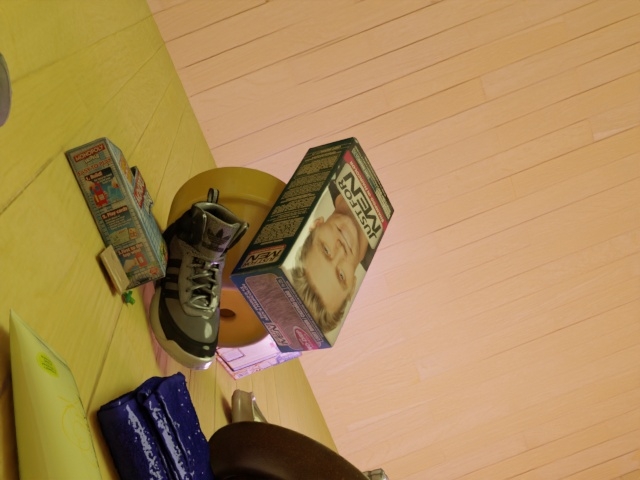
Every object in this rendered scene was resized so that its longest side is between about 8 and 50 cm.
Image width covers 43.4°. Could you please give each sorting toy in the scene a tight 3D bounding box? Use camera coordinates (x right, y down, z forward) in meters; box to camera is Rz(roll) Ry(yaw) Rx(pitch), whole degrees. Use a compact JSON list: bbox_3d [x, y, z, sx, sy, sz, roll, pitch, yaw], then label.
[{"bbox_3d":[-0.259,0.050,1.026,0.062,0.012,0.083,-110,178,-77],"label":"sorting toy"}]

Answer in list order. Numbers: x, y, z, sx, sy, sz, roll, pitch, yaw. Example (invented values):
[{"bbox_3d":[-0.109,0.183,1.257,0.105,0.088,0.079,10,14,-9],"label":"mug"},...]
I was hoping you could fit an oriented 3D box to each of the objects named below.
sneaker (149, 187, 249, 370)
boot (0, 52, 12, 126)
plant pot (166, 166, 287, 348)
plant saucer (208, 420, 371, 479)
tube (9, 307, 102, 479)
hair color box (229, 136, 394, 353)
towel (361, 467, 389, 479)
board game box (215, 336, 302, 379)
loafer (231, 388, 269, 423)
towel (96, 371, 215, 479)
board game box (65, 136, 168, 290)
[{"bbox_3d":[-0.171,0.043,1.149,0.101,0.153,0.268,18,39,-30],"label":"sneaker"},{"bbox_3d":[-0.316,-0.174,0.640,0.208,0.076,0.189,-80,164,-76],"label":"boot"},{"bbox_3d":[-0.150,0.043,1.380,0.239,0.254,0.254,-87,162,-46],"label":"plant pot"},{"bbox_3d":[-0.028,0.356,0.992,0.050,0.311,0.310,-48,125,-45],"label":"plant saucer"},{"bbox_3d":[-0.197,0.161,0.603,0.070,0.062,0.240,-61,-141,33],"label":"tube"},{"bbox_3d":[0.000,0.000,1.321,0.173,0.105,0.347,59,39,-28],"label":"hair color box"},{"bbox_3d":[0.029,0.484,1.224,0.121,0.235,0.283,-105,174,-50],"label":"towel"},{"bbox_3d":[-0.127,0.194,1.535,0.193,0.147,0.045,69,0,-60],"label":"board game box"},{"bbox_3d":[-0.085,0.377,1.452,0.102,0.092,0.268,-110,179,-72],"label":"loafer"},{"bbox_3d":[-0.131,0.294,0.870,0.227,0.076,0.308,40,29,-87],"label":"towel"},{"bbox_3d":[-0.275,-0.060,1.114,0.194,0.060,0.194,-110,180,-66],"label":"board game box"}]
